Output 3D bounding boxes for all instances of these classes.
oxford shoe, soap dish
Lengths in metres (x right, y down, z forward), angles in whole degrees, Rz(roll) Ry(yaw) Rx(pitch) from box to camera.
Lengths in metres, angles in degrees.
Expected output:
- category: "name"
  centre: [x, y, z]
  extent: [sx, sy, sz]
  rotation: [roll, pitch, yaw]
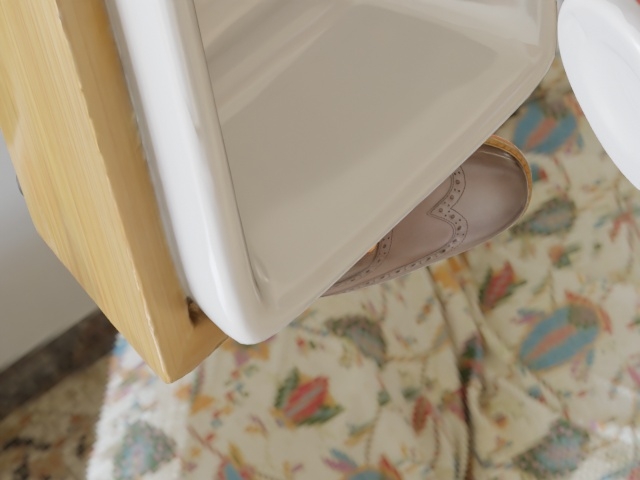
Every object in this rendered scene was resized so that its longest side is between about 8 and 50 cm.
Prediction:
- category: "oxford shoe"
  centre: [0.000, 0.000, 1.196]
  extent: [0.364, 0.130, 0.133]
  rotation: [-12, 22, -12]
- category: "soap dish"
  centre: [-0.027, -0.134, 0.526]
  extent: [0.118, 0.290, 0.229]
  rotation: [18, 45, 34]

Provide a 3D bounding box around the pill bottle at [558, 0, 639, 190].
- category: "pill bottle"
  centre: [0.314, -0.153, 1.046]
  extent: [0.283, 0.161, 0.161]
  rotation: [-28, 37, -8]
